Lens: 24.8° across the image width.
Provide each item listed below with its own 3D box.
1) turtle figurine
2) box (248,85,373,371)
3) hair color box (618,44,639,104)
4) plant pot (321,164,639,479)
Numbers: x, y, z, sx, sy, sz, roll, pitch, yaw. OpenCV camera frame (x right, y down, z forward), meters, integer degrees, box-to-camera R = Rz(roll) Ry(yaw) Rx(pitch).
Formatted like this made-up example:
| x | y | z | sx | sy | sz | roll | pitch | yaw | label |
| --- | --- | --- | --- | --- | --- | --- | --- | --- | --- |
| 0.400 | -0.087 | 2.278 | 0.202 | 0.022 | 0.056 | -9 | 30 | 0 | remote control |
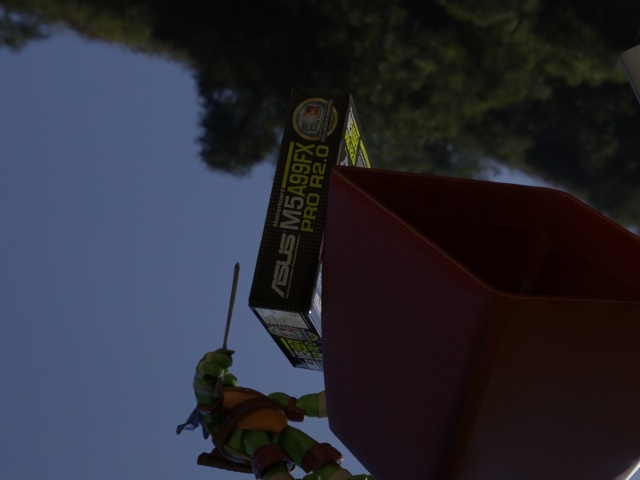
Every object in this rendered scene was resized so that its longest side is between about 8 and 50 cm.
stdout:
| x | y | z | sx | sy | sz | roll | pitch | yaw | label |
| --- | --- | --- | --- | --- | --- | --- | --- | --- | --- |
| -0.038 | 0.179 | 1.650 | 0.266 | 0.275 | 0.198 | 48 | 178 | 42 | turtle figurine |
| 0.000 | 0.000 | 1.439 | 0.060 | 0.270 | 0.216 | 8 | -105 | 11 | box |
| 0.363 | -0.060 | 1.108 | 0.105 | 0.174 | 0.347 | 54 | -163 | -34 | hair color box |
| 0.149 | 0.101 | 1.242 | 0.267 | 0.235 | 0.267 | 4 | -159 | -32 | plant pot |
